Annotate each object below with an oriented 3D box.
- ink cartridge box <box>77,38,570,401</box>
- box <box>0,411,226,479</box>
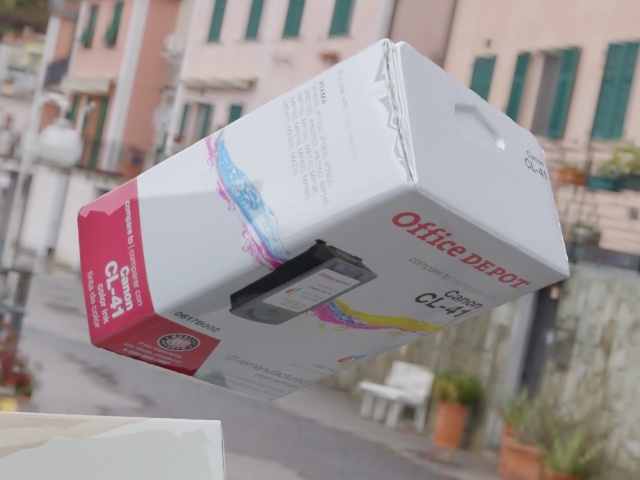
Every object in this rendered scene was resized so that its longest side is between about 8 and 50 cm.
[{"bbox_3d":[0.000,0.000,1.125,0.306,0.131,0.226,-25,-31,31],"label":"ink cartridge box"},{"bbox_3d":[-0.255,0.243,1.384,0.311,0.121,0.148,5,-28,-21],"label":"box"}]
